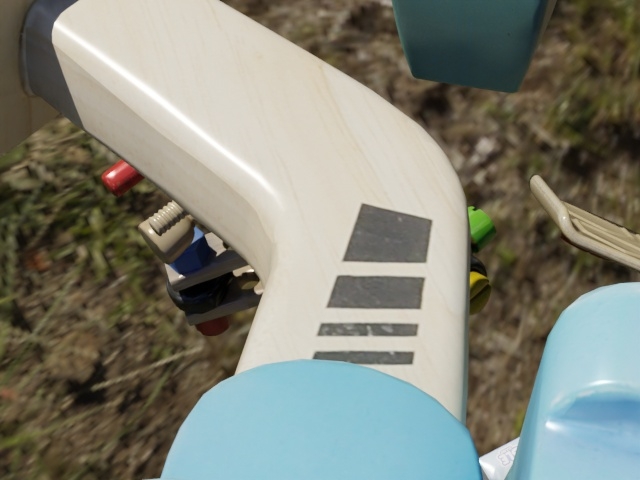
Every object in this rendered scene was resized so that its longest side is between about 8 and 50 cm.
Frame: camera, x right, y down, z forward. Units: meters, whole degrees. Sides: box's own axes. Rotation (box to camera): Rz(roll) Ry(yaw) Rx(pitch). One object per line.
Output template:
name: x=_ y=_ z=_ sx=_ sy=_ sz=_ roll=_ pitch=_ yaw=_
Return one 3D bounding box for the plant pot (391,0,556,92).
plant pot: x=0.153 y=-0.268 z=1.779 sx=0.165 sy=0.166 sz=0.234 roll=10 pitch=122 yaw=13

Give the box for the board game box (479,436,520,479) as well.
board game box: x=0.119 y=0.102 z=0.867 sx=0.090 sy=0.090 sz=0.020 roll=-27 pitch=61 yaw=-5

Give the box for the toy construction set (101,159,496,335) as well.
toy construction set: x=0.000 y=0.000 z=1.575 sx=0.237 sy=0.257 sz=0.309 roll=-39 pitch=112 yaw=-12

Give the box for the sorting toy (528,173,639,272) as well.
sorting toy: x=0.304 y=0.030 z=1.748 sx=0.229 sy=0.307 sz=0.041 roll=27 pitch=100 yaw=-7

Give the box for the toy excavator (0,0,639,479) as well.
toy excavator: x=0.027 y=0.080 z=0.505 sx=0.433 sy=0.445 sz=0.222 roll=11 pitch=133 yaw=4
